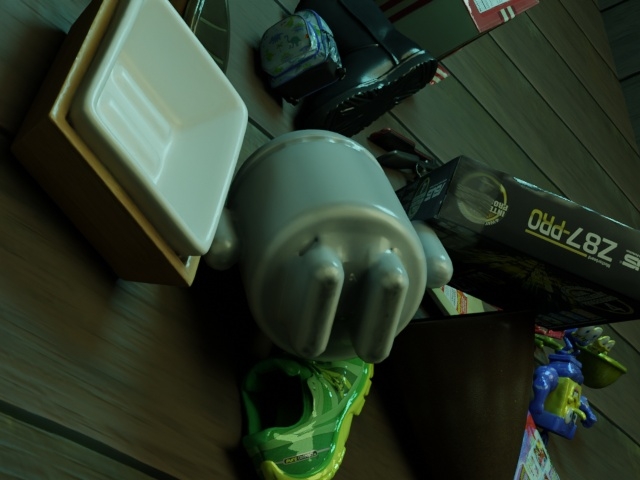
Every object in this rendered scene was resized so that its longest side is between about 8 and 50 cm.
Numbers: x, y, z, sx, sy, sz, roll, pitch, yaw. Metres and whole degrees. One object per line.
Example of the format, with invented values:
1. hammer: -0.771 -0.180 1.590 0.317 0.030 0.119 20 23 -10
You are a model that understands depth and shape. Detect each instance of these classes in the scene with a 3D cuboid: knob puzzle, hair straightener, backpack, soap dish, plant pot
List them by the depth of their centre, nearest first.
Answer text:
1. soap dish: -0.192 -0.114 1.413 0.229 0.118 0.291 53 27 -29
2. plant pot: 0.196 0.217 1.854 0.215 0.215 0.230 0 84 -64
3. backpack: -0.031 -0.264 1.892 0.084 0.105 0.114 43 28 -44
4. knob puzzle: 0.207 0.077 2.173 0.213 0.030 0.213 46 31 -38
5. hair straightener: 0.151 -0.110 2.217 0.230 0.047 0.089 28 45 -61

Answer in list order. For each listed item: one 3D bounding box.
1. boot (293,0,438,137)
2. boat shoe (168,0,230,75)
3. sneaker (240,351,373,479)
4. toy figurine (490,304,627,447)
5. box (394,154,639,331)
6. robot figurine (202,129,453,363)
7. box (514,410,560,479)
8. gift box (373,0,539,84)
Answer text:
1. boot: 0.021 -0.265 2.001 0.207 0.246 0.094 46 -26 24
2. boat shoe: -0.171 -0.281 1.627 0.111 0.104 0.307 44 50 -67
3. sneaker: -0.017 0.162 1.543 0.123 0.109 0.295 57 25 -24
4. toy figurine: 0.385 0.256 2.319 0.362 0.191 0.217 35 69 -61
5. box: 0.255 0.014 1.808 0.318 0.395 0.097 25 80 -8
6. robot figurine: 0.000 0.000 1.553 0.299 0.200 0.353 10 25 -16
7. box: 0.295 0.391 2.045 0.201 0.057 0.293 66 24 -7
8. gift box: 0.181 -0.402 2.251 0.276 0.258 0.255 -25 90 -51
